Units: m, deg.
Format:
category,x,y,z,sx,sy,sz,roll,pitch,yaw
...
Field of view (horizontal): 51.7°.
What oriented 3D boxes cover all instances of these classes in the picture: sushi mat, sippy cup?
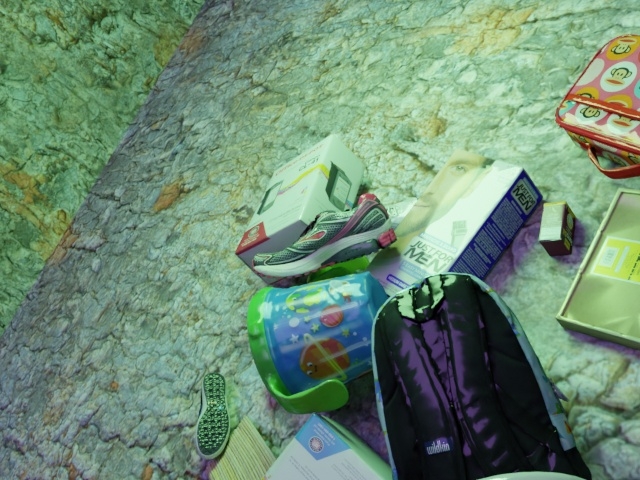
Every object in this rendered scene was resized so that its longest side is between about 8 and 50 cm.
category,x,y,z,sx,sy,sz,roll,pitch,yaw
sushi mat,-0.155,0.444,1.274,0.151,0.019,0.316,-54,14,-9
sippy cup,0.019,0.168,1.211,0.224,0.240,0.306,-21,63,16

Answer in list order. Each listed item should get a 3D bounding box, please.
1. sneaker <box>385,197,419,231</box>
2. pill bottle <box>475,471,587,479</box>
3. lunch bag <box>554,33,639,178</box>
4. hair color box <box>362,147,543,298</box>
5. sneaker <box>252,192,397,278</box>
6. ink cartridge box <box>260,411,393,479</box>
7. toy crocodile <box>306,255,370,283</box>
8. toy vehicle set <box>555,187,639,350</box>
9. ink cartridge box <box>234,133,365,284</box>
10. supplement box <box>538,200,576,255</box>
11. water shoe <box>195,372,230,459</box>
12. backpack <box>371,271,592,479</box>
category,x,y,z,sx,sy,sz,roll,pitch,yaw
sneaker,0.133,-0.045,1.460,0.190,0.083,0.071,-32,40,18
pill bottle,0.226,0.454,0.637,0.224,0.224,0.392,-26,43,25
lunch bag,0.577,-0.225,1.176,0.258,0.120,0.293,-53,37,1
hair color box,0.253,-0.005,1.297,0.339,0.110,0.185,-52,38,-7
sneaker,0.000,0.000,1.320,0.299,0.121,0.112,-19,90,15
ink cartridge box,0.004,0.437,1.081,0.171,0.168,0.233,38,87,31
toy crocodile,-0.020,0.157,1.427,0.341,0.105,0.115,-53,-1,-8
toy vehicle set,0.514,0.041,1.068,0.166,0.035,0.267,17,71,48
ink cartridge box,-0.043,-0.072,1.542,0.226,0.131,0.306,-27,32,38
supplement box,0.426,-0.022,1.188,0.043,0.055,0.083,-7,55,39
water shoe,-0.234,0.393,1.456,0.072,0.080,0.203,5,47,-7
backpack,0.214,0.227,1.024,0.290,0.273,0.356,-26,78,18
